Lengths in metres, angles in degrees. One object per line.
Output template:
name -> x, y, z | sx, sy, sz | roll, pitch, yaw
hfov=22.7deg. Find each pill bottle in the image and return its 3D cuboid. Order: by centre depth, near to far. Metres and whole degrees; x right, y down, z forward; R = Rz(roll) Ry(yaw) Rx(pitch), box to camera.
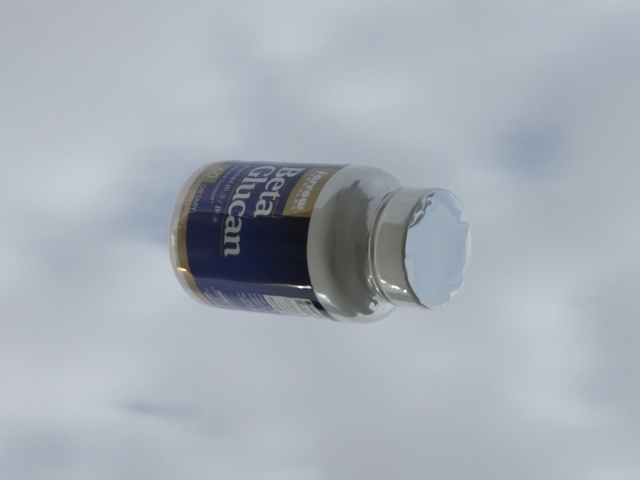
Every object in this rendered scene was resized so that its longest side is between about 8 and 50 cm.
pill bottle -> 0.000, 0.000, 0.941 | 0.169, 0.094, 0.094 | 4, -69, 38
